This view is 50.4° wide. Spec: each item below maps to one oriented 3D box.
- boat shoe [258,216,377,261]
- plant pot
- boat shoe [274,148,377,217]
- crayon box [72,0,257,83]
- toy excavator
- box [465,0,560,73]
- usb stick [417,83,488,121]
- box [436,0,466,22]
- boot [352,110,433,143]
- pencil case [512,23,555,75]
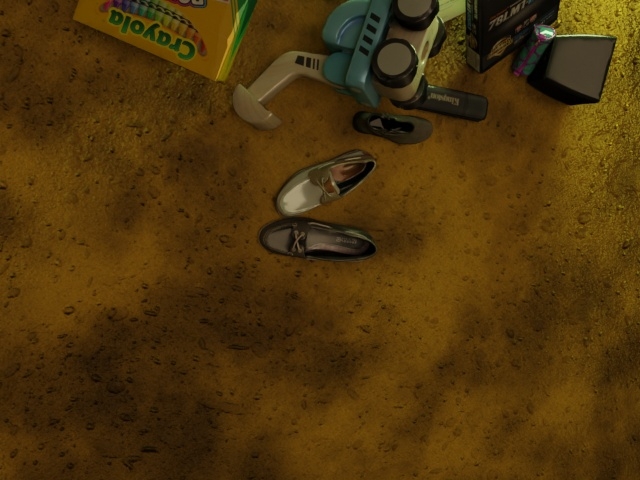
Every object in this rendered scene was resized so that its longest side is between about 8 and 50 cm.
[{"bbox_3d":[0.000,0.000,1.883,0.336,0.095,0.112,5,100,-19],"label":"boat shoe"},{"bbox_3d":[0.714,-0.507,1.971,0.167,0.187,0.188,13,98,-8],"label":"plant pot"},{"bbox_3d":[0.014,-0.159,1.850,0.302,0.103,0.113,-33,109,-9],"label":"boat shoe"},{"bbox_3d":[-0.340,-0.582,1.579,0.363,0.106,0.312,23,98,-1],"label":"crayon box"},{"bbox_3d":[0.044,-0.446,1.703,0.446,0.222,0.432,19,89,19],"label":"toy excavator"},{"bbox_3d":[0.526,-0.641,1.842,0.296,0.073,0.293,-35,152,-8],"label":"box"},{"bbox_3d":[0.353,-0.398,1.941,0.278,0.045,0.077,7,100,-19],"label":"usb stick"},{"bbox_3d":[0.269,-0.692,1.814,0.214,0.117,0.242,-28,109,-10],"label":"box"},{"bbox_3d":[0.219,-0.304,1.855,0.247,0.161,0.083,4,101,-19],"label":"boot"},{"bbox_3d":[0.605,-0.541,1.936,0.065,0.151,0.070,36,57,10],"label":"pencil case"}]
